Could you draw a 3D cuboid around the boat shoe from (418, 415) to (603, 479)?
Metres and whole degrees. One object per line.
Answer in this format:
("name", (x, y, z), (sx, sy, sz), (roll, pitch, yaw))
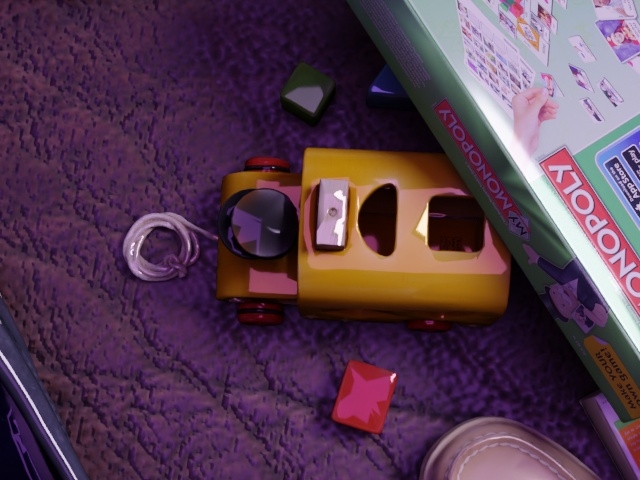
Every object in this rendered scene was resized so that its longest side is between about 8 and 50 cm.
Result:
("boat shoe", (0.163, 0.223, 0.665), (0.109, 0.098, 0.302), (-33, 82, -5))

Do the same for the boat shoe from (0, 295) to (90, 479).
("boat shoe", (-0.181, 0.182, 0.647), (0.186, 0.156, 0.500), (-24, 82, -6))

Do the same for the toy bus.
("toy bus", (0.012, -0.005, 0.702), (0.202, 0.104, 0.191), (-43, 82, -7))

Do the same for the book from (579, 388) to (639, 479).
("book", (0.227, 0.132, 0.715), (0.096, 0.035, 0.144), (-27, 82, -7))

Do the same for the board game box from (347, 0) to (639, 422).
("board game box", (0.156, -0.092, 0.684), (0.213, 0.046, 0.317), (-30, 86, -28))
